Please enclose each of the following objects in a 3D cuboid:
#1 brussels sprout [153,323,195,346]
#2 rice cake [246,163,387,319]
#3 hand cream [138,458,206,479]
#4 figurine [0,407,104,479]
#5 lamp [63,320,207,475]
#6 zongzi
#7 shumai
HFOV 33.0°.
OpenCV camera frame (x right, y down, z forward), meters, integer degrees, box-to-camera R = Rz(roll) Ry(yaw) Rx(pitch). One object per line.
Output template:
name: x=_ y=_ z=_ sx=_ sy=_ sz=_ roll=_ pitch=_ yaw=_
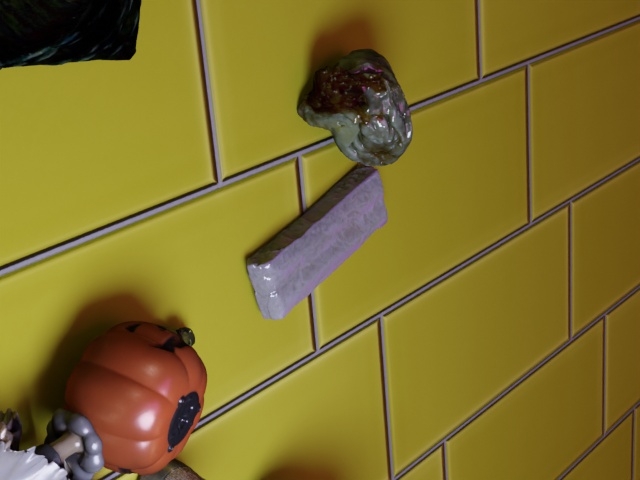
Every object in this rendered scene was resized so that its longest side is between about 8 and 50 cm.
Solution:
brussels sprout: x=-0.199 y=0.147 z=1.455 sx=0.085 sy=0.058 sz=0.085 roll=11 pitch=90 yaw=-68
rice cake: x=0.001 y=0.001 z=1.657 sx=0.298 sy=0.050 sz=0.106 roll=-41 pitch=129 yaw=-37
hand cream: x=-0.153 y=0.355 z=1.447 sx=0.084 sy=0.203 sz=0.084 roll=-17 pitch=112 yaw=-48
figurine: x=-0.410 y=0.293 z=1.144 sx=0.387 sy=0.207 sz=0.166 roll=-24 pitch=74 yaw=-44
lamp: x=-0.236 y=0.192 z=1.343 sx=0.187 sy=0.164 sz=0.188 roll=19 pitch=90 yaw=-75
zongzi: x=-0.356 y=-0.266 z=1.076 sx=0.383 sy=0.362 sz=0.319 roll=-86 pitch=166 yaw=-65
shumai: x=0.044 y=-0.184 z=1.601 sx=0.142 sy=0.184 sz=0.184 roll=-12 pitch=111 yaw=-23
